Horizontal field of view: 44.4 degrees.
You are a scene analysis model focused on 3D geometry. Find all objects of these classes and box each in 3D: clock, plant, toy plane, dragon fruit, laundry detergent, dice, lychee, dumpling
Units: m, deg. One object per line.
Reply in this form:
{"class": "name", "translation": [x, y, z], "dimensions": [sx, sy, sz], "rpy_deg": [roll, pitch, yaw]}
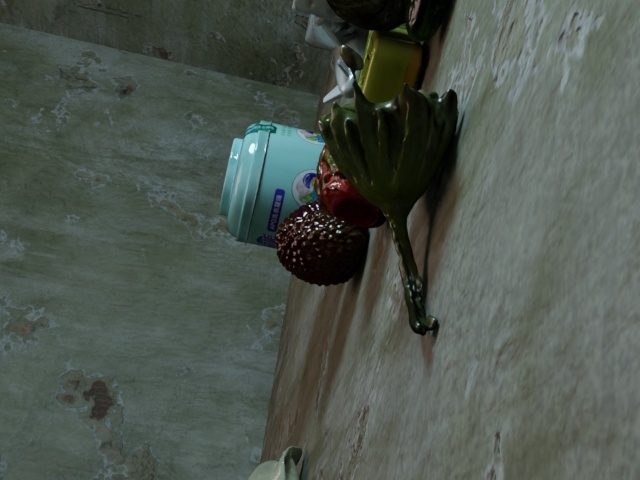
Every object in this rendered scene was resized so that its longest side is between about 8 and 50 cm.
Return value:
{"class": "clock", "translation": [0.121, -0.300, 1.394], "dimensions": [0.202, 0.096, 0.143], "rpy_deg": [-87, 8, -64]}
{"class": "plant", "translation": [0.073, -0.049, 1.025], "dimensions": [0.251, 0.180, 0.334], "rpy_deg": [68, -150, -81]}
{"class": "toy plane", "translation": [0.066, -0.371, 1.657], "dimensions": [0.245, 0.117, 0.245], "rpy_deg": [47, -150, -39]}
{"class": "dragon fruit", "translation": [0.066, -0.116, 1.353], "dimensions": [0.166, 0.160, 0.172], "rpy_deg": [55, -141, -50]}
{"class": "laundry detergent", "translation": [-0.063, -0.114, 1.783], "dimensions": [0.287, 0.305, 0.287], "rpy_deg": [-169, 90, -84]}
{"class": "dice", "translation": [0.070, -0.573, 2.006], "dimensions": [0.193, 0.194, 0.192], "rpy_deg": [-102, 24, -73]}
{"class": "lychee", "translation": [0.000, 0.000, 1.565], "dimensions": [0.188, 0.188, 0.188], "rpy_deg": [-168, 90, -85]}
{"class": "dumpling", "translation": [-0.109, 0.567, 1.725], "dimensions": [0.162, 0.132, 0.250], "rpy_deg": [90, -154, -73]}

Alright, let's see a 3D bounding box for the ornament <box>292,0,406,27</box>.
{"class": "ornament", "translation": [0.091, -0.595, 1.586], "dimensions": [0.240, 0.239, 0.240], "rpy_deg": [-83, 7, -48]}

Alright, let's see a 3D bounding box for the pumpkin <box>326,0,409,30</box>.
{"class": "pumpkin", "translation": [0.101, -0.448, 1.271], "dimensions": [0.157, 0.223, 0.224], "rpy_deg": [53, 137, 47]}

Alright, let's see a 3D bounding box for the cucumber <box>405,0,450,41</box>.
{"class": "cucumber", "translation": [0.179, -0.422, 1.189], "dimensions": [0.074, 0.074, 0.242], "rpy_deg": [-93, 13, -70]}
